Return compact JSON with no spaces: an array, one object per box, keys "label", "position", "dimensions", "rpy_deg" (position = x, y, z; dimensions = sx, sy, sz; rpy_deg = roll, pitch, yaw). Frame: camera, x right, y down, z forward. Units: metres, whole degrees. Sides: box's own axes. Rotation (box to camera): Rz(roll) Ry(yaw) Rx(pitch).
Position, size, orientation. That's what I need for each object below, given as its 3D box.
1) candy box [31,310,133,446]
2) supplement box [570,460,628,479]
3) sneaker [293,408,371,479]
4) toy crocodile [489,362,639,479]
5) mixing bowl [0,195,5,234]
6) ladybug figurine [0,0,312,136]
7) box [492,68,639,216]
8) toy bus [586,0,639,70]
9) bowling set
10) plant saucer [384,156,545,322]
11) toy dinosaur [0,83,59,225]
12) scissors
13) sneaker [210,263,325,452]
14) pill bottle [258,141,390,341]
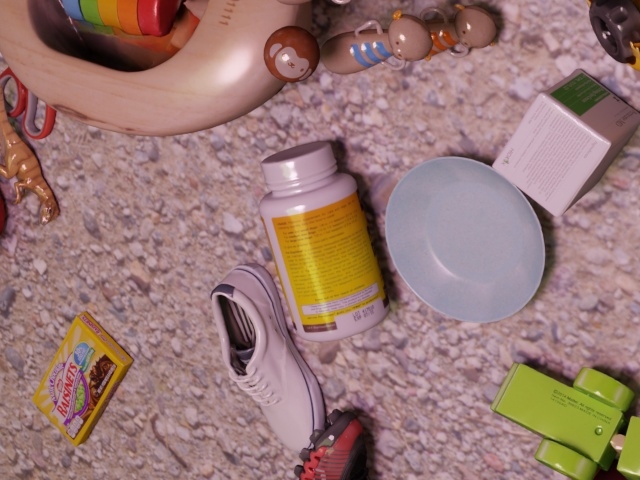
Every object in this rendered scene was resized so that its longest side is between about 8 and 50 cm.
[{"label":"candy box","position":[-0.352,0.206,1.823],"dimensions":[0.105,0.027,0.206],"rpy_deg":[45,128,14]},{"label":"supplement box","position":[0.331,0.355,1.311],"dimensions":[0.194,0.191,0.129],"rpy_deg":[22,121,26]},{"label":"sneaker","position":[0.033,0.336,1.570],"dimensions":[0.135,0.098,0.276],"rpy_deg":[25,124,24]},{"label":"toy crocodile","position":[0.341,0.222,1.311],"dimensions":[0.341,0.105,0.115],"rpy_deg":[20,78,28]},{"label":"mixing bowl","position":[-0.522,-0.042,1.784],"dimensions":[0.181,0.098,0.181],"rpy_deg":[14,118,29]},{"label":"ladybug figurine","position":[-0.188,-0.265,1.383],"dimensions":[0.449,0.162,0.305],"rpy_deg":[24,94,31]},{"label":"box","position":[0.245,-0.097,1.229],"dimensions":[0.087,0.101,0.102],"rpy_deg":[40,127,13]},{"label":"toy bus","position":[0.356,-0.143,1.104],"dimensions":[0.211,0.149,0.220],"rpy_deg":[62,177,-39]},{"label":"bowling set","position":[0.049,-0.225,1.191],"dimensions":[0.154,0.200,0.287],"rpy_deg":[-6,140,43]},{"label":"plant saucer","position":[0.163,-0.004,1.368],"dimensions":[0.195,0.037,0.195],"rpy_deg":[14,116,29]},{"label":"toy dinosaur","position":[-0.425,-0.122,1.717],"dimensions":[0.112,0.064,0.211],"rpy_deg":[-13,114,26]},{"label":"scissors","position":[-0.381,-0.276,1.639],"dimensions":[0.109,0.021,0.297],"rpy_deg":[30,123,24]},{"label":"sneaker","position":[-0.077,0.161,1.571],"dimensions":[0.094,0.091,0.258],"rpy_deg":[-16,100,38]},{"label":"pill bottle","position":[0.000,0.000,1.431],"dimensions":[0.117,0.117,0.215],"rpy_deg":[-6,107,36]}]
